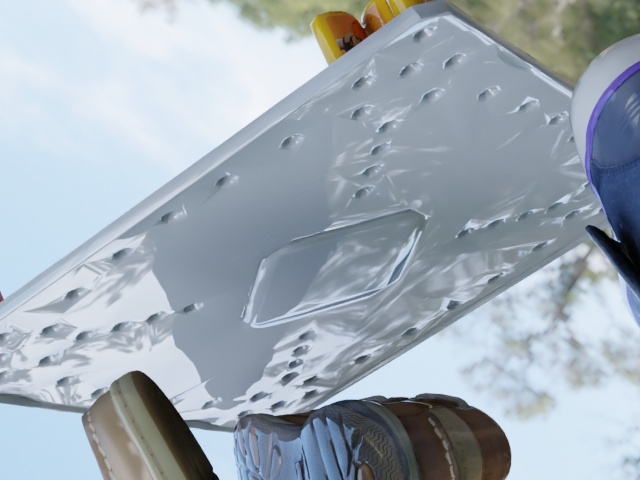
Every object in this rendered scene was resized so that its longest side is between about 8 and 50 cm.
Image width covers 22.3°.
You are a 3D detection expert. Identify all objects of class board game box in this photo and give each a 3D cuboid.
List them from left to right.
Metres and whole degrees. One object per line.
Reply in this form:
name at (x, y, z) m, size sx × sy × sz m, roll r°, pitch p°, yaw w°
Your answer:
board game box at (0.000, 0.000, 1.037) m, size 0.390 × 0.390 × 0.050 m, roll 18°, pitch -137°, yaw -57°

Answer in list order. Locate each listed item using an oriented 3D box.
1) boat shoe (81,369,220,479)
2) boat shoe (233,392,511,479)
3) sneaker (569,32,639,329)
boat shoe at (-0.076, 0.240, 0.891) m, size 0.121 × 0.110 × 0.341 m, roll -117°, pitch 9°, yaw -80°
boat shoe at (0.027, 0.162, 1.084) m, size 0.116 × 0.123 × 0.324 m, roll -8°, pitch 176°, yaw -21°
sneaker at (0.251, 0.054, 0.861) m, size 0.323 × 0.130 × 0.236 m, roll 51°, pitch -170°, yaw -43°
